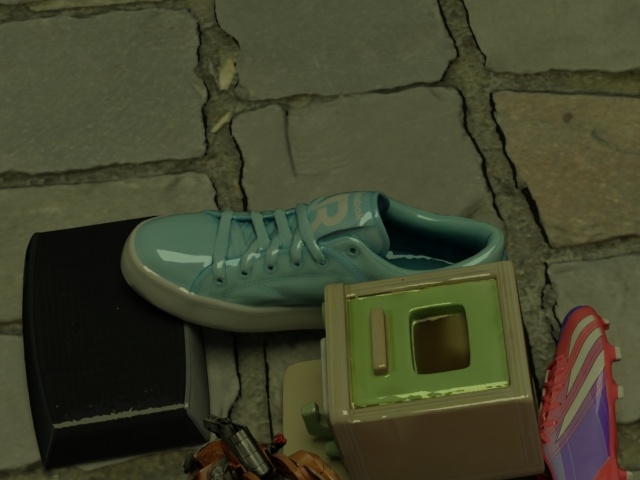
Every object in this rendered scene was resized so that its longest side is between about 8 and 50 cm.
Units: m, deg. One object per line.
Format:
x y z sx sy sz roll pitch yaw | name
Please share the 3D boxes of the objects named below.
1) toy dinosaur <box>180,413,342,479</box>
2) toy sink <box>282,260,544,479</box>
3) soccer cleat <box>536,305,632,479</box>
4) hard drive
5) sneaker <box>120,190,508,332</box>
-0.025 0.244 1.187 0.164 0.218 0.322 -25 12 -1 | toy dinosaur
0.069 0.124 1.315 0.234 0.131 0.152 -9 49 9 | toy sink
0.228 0.164 1.351 0.095 0.083 0.248 -3 54 4 | soccer cleat
-0.200 0.086 1.424 0.172 0.054 0.254 -8 52 -7 | hard drive
0.000 0.000 1.401 0.366 0.150 0.135 5 44 -9 | sneaker
